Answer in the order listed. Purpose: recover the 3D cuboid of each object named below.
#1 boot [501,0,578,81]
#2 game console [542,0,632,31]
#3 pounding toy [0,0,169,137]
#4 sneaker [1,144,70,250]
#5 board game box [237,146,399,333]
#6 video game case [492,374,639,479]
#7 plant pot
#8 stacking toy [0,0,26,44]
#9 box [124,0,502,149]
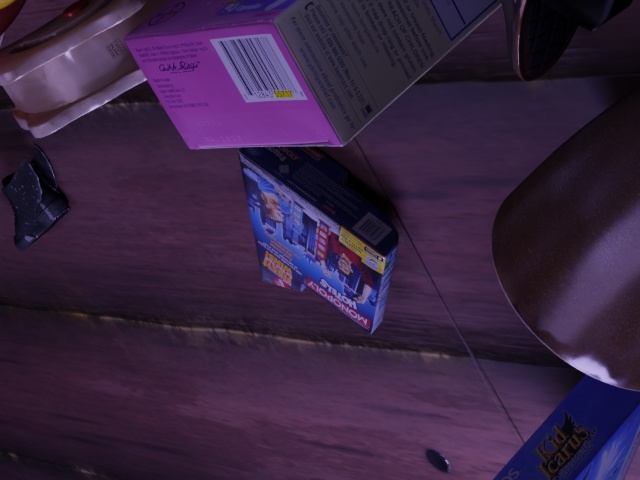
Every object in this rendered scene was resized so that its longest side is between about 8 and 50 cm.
[{"bbox_3d":[0.151,-0.234,1.520,0.106,0.082,0.219,38,142,36],"label":"boot"},{"bbox_3d":[0.115,-0.322,1.410,0.361,0.044,0.213,38,126,31],"label":"game console"},{"bbox_3d":[-0.220,-0.232,1.909,0.155,0.270,0.154,58,-171,-22],"label":"pounding toy"},{"bbox_3d":[-0.370,-0.051,2.475,0.089,0.051,0.170,50,147,-4],"label":"sneaker"},{"bbox_3d":[0.000,0.000,2.024,0.194,0.060,0.194,37,151,18],"label":"board game box"},{"bbox_3d":[0.210,0.247,1.829,0.061,0.269,0.244,36,150,19],"label":"video game case"},{"bbox_3d":[0.276,-0.036,1.486,0.215,0.215,0.230,42,136,10],"label":"plant pot"},{"bbox_3d":[-0.358,-0.312,1.865,0.480,0.350,0.350,-15,115,50],"label":"stacking toy"},{"bbox_3d":[0.005,-0.190,1.586,0.213,0.243,0.117,3,129,53],"label":"box"}]
